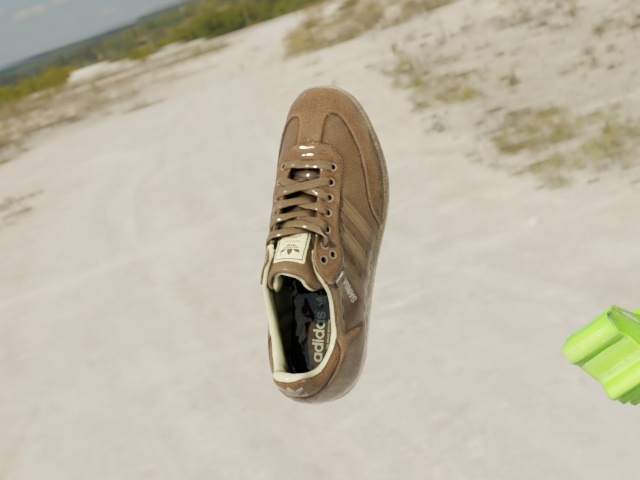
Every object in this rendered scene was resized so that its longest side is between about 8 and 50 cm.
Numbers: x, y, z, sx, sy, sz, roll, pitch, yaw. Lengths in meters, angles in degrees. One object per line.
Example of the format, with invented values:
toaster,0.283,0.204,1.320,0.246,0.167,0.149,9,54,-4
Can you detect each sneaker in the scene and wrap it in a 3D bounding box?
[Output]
sneaker,0.000,0.000,0.732,0.066,0.188,0.071,-3,-4,19

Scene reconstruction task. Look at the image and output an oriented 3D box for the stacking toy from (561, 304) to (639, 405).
stacking toy,0.199,0.025,0.330,0.167,0.221,0.052,-43,40,34
